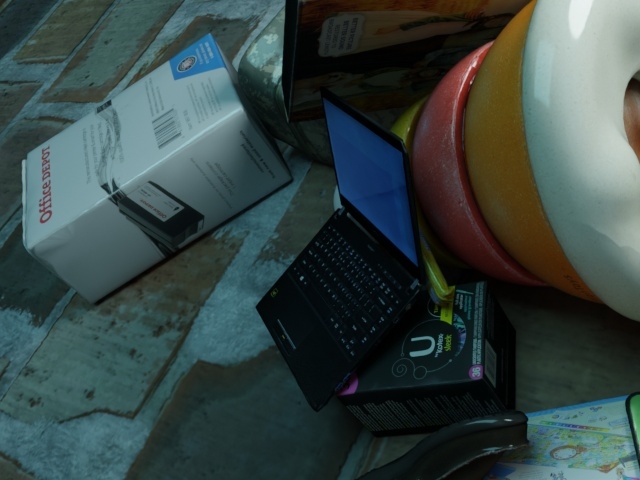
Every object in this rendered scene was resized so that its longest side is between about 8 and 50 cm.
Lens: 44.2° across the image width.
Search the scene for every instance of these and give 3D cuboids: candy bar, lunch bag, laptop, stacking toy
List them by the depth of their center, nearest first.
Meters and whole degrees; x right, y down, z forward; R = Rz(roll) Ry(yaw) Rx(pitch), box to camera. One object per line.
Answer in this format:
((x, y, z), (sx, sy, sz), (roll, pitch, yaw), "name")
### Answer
((0.096, -0.002, 0.814), (0.018, 0.040, 0.161), (-21, 69, -12), "candy bar")
((0.000, 0.000, 0.856), (0.264, 0.136, 0.234), (-50, 30, 6), "laptop")
((0.175, -0.079, 0.881), (0.480, 0.350, 0.351), (-9, 46, 49), "stacking toy")
((0.073, -0.256, 1.158), (0.256, 0.212, 0.305), (32, 75, 29), "lunch bag")

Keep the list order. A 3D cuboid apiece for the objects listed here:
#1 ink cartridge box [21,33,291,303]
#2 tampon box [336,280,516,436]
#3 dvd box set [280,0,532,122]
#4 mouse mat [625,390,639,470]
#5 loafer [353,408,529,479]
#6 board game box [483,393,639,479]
((-0.280, -0.123, 1.303), (0.395, 0.166, 0.285), (-31, 40, 6), "ink cartridge box")
((0.114, 0.128, 0.838), (0.161, 0.101, 0.120), (-12, 46, 27), "tampon box")
((0.167, -0.244, 0.901), (0.420, 0.307, 0.062), (-9, 77, -7), "dvd box set")
((0.367, 0.183, 0.660), (0.189, 0.007, 0.153), (-9, 47, 15), "mouse mat")
((0.116, 0.231, 0.752), (0.220, 0.080, 0.078), (-40, 63, 31), "loafer")
((0.229, 0.209, 0.740), (0.154, 0.026, 0.103), (-16, 45, 23), "board game box")
